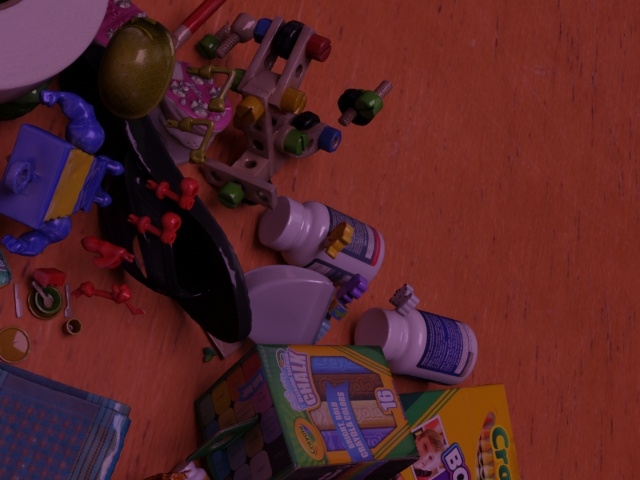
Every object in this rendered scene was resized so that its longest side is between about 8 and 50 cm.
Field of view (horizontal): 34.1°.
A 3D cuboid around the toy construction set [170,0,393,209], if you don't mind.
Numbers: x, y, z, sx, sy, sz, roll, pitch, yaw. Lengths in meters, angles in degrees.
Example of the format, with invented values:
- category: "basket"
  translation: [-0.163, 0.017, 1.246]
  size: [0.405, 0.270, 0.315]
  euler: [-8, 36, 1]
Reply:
- category: "toy construction set"
  translation: [-0.108, -0.191, 1.524]
  size: [0.309, 0.257, 0.237]
  euler: [40, 65, 1]

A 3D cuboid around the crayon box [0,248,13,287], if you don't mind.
- category: "crayon box"
  translation: [-0.497, 0.071, 1.125]
  size: [0.278, 0.165, 0.081]
  euler: [-25, 93, -42]

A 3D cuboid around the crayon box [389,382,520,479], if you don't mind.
- category: "crayon box"
  translation: [0.184, 0.417, 1.634]
  size: [0.313, 0.106, 0.362]
  euler: [1, 76, -40]

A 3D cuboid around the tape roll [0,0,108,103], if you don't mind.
- category: "tape roll"
  translation: [-0.424, -0.343, 1.183]
  size: [0.392, 0.072, 0.391]
  euler: [14, 68, -38]

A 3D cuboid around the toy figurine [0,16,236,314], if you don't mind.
- category: "toy figurine"
  translation: [-0.271, -0.087, 1.215]
  size: [0.362, 0.191, 0.217]
  euler: [-65, 162, 10]

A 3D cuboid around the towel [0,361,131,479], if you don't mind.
- category: "towel"
  translation: [-0.395, 0.307, 1.151]
  size: [0.272, 0.040, 0.370]
  euler: [20, 61, -3]

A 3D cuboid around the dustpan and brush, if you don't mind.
- category: "dustpan and brush"
  translation: [-0.101, 0.084, 1.487]
  size: [0.211, 0.147, 0.060]
  euler: [14, 26, -14]

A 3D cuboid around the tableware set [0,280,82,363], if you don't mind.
- category: "tableware set"
  translation: [-0.374, 0.102, 1.315]
  size: [0.154, 0.024, 0.104]
  euler: [3, 76, -40]

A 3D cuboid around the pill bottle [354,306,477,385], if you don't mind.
- category: "pill bottle"
  translation: [0.151, 0.166, 1.680]
  size: [0.187, 0.112, 0.112]
  euler: [18, 66, -36]

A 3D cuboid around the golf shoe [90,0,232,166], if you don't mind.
- category: "golf shoe"
  translation: [-0.264, -0.228, 1.455]
  size: [0.306, 0.140, 0.115]
  euler: [47, 40, 10]

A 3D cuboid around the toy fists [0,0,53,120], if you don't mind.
- category: "toy fists"
  translation: [-0.400, -0.295, 1.335]
  size: [0.096, 0.142, 0.279]
  euler: [3, 74, -40]

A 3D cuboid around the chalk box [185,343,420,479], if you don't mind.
- category: "chalk box"
  translation: [-0.046, 0.256, 1.414]
  size: [0.289, 0.180, 0.179]
  euler: [7, 53, -40]

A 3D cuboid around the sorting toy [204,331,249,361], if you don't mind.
- category: "sorting toy"
  translation: [-0.145, 0.139, 1.505]
  size: [0.083, 0.012, 0.062]
  euler: [-36, 98, -41]

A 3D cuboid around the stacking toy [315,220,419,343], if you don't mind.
- category: "stacking toy"
  translation: [0.018, 0.101, 1.563]
  size: [0.167, 0.052, 0.221]
  euler: [41, 99, -22]

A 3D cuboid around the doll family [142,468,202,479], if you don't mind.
- category: "doll family"
  translation: [-0.165, 0.378, 1.311]
  size: [0.118, 0.163, 0.263]
  euler: [-38, 116, -16]

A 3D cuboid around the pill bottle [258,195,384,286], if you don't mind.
- category: "pill bottle"
  translation: [0.000, 0.000, 1.606]
  size: [0.180, 0.108, 0.107]
  euler: [25, 62, -33]

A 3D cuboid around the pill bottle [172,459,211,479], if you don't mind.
- category: "pill bottle"
  translation: [-0.164, 0.337, 1.407]
  size: [0.043, 0.043, 0.083]
  euler: [-42, 104, -40]

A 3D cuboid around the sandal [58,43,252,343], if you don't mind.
- category: "sandal"
  translation: [-0.244, -0.044, 1.391]
  size: [0.107, 0.167, 0.445]
  euler: [-30, 88, -34]
